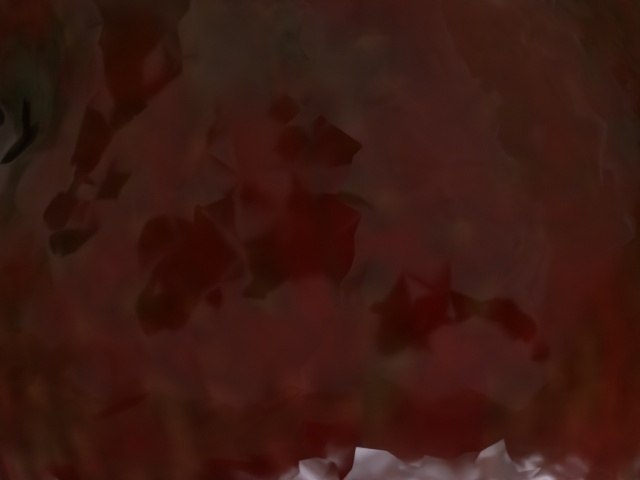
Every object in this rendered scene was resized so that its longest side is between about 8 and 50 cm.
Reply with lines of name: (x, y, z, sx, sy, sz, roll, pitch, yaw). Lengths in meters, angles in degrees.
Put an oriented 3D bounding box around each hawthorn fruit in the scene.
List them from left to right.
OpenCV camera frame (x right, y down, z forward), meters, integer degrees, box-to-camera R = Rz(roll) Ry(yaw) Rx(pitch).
hawthorn fruit: (0.000, 0.000, 0.566, 0.275, 0.275, 0.300, -21, -106, -18)
